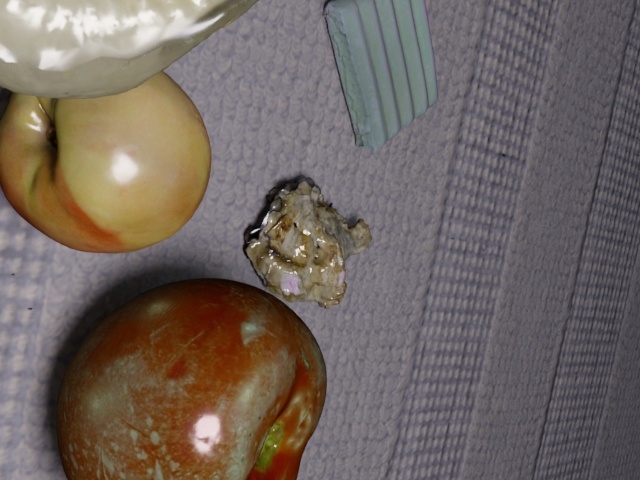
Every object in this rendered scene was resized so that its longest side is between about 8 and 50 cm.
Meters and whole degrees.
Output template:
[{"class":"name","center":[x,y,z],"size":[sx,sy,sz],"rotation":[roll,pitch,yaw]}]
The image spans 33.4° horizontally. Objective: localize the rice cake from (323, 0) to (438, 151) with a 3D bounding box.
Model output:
[{"class":"rice cake","center":[0.083,-0.228,1.325],"size":[0.189,0.037,0.198],"rotation":[-37,128,-40]}]

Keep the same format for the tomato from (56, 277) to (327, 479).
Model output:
[{"class":"tomato","center":[-0.129,0.162,1.016],"size":[0.270,0.223,0.270],"rotation":[17,90,-71]}]

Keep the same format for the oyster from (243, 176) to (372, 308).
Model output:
[{"class":"oyster","center":[0.000,0.000,1.257],"size":[0.191,0.081,0.163],"rotation":[-33,121,-48]}]

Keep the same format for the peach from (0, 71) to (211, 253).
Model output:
[{"class":"peach","center":[-0.180,-0.072,0.912],"size":[0.184,0.184,0.184],"rotation":[-21,117,-48]}]

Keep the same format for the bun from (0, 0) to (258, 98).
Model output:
[{"class":"bun","center":[-0.187,-0.284,0.794],"size":[0.364,0.202,0.364],"rotation":[-1,91,-25]}]
